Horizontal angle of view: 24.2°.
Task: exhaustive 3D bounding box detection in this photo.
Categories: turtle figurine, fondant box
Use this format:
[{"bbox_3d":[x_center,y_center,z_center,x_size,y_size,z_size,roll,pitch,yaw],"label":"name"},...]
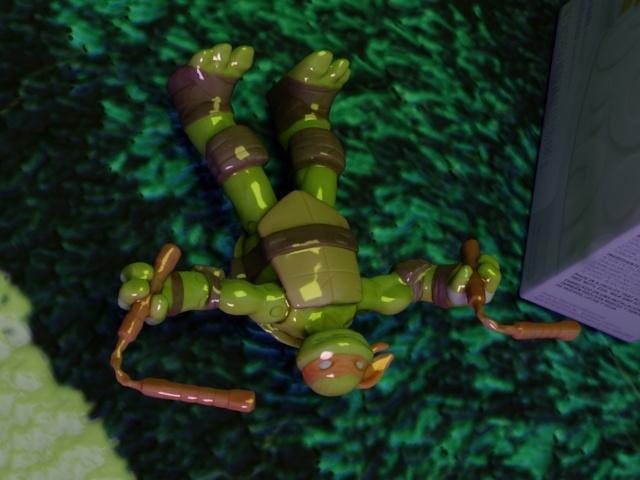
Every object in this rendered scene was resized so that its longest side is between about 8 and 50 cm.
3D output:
[{"bbox_3d":[0.000,0.000,0.832,0.270,0.087,0.217,-5,64,-21],"label":"turtle figurine"},{"bbox_3d":[0.255,-0.108,0.870,0.096,0.330,0.238,23,59,-19],"label":"fondant box"}]
